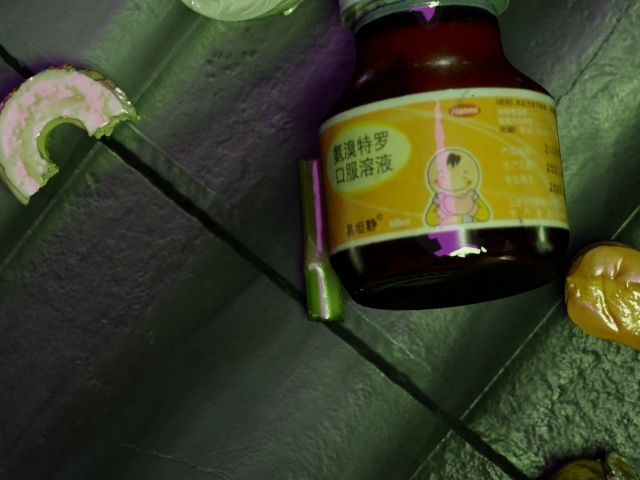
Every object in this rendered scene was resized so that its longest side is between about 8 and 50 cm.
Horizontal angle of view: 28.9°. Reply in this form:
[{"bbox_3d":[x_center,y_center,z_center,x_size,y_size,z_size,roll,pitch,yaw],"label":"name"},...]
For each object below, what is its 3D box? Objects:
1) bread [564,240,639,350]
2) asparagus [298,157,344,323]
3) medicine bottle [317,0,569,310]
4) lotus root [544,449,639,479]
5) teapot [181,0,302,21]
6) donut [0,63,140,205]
[{"bbox_3d":[0.368,0.073,1.272,0.245,0.094,0.102,19,100,4],"label":"bread"},{"bbox_3d":[0.000,0.000,1.329,0.045,0.041,0.178,-3,88,-18],"label":"asparagus"},{"bbox_3d":[0.106,-0.141,1.226,0.242,0.242,0.395,-9,79,6],"label":"medicine bottle"},{"bbox_3d":[0.258,0.311,1.282,0.120,0.120,0.209,34,96,3],"label":"lotus root"},{"bbox_3d":[-0.084,-0.325,1.260,0.163,0.178,0.221,-42,85,18],"label":"teapot"},{"bbox_3d":[-0.286,-0.126,1.337,0.166,0.065,0.108,-39,88,7],"label":"donut"}]
